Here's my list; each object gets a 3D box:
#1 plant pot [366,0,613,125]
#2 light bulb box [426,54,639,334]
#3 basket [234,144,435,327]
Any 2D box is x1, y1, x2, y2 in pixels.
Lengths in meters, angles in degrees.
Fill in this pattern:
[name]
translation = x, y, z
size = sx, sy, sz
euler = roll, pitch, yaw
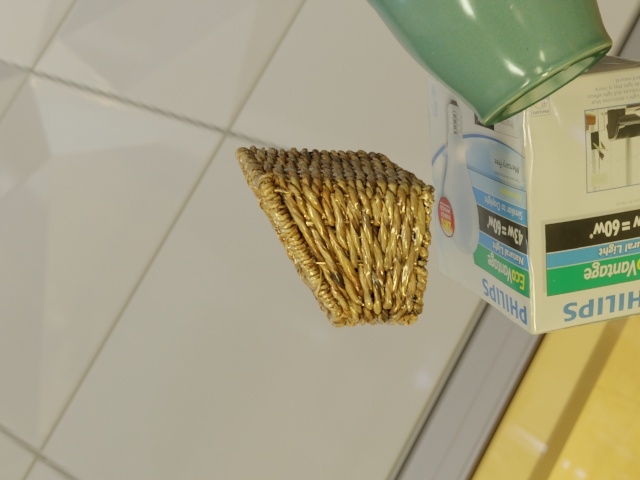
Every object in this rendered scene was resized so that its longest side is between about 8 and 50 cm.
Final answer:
[plant pot]
translation = 0.211, -0.290, 1.397
size = 0.255, 0.272, 0.271
euler = 59, 172, 6
[light bulb box]
translation = 0.330, -0.092, 1.733
size = 0.225, 0.360, 0.358
euler = -9, -165, -15
[basket]
translation = 0.000, 0.000, 1.507
size = 0.223, 0.213, 0.299
euler = 2, -167, -12
